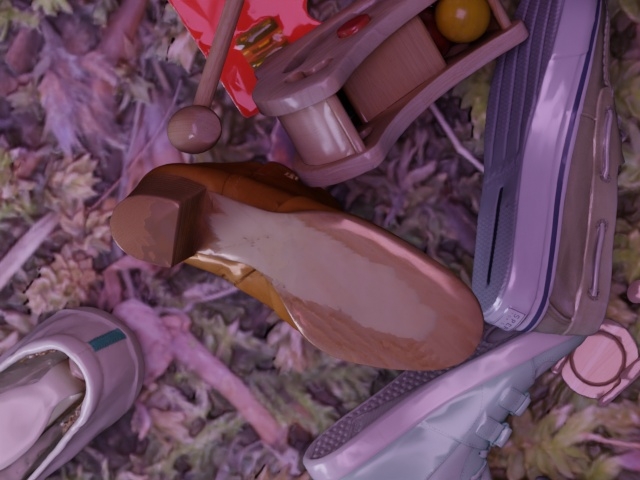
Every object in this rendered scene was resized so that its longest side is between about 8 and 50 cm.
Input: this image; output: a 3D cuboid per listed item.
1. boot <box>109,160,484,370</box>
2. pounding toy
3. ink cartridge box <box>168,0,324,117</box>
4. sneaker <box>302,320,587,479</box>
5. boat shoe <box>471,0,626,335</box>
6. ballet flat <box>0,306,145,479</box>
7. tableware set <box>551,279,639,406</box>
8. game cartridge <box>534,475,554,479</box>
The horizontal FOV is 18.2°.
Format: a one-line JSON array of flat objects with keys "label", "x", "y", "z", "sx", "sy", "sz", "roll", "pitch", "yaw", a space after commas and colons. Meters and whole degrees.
[{"label": "boot", "x": -0.001, "y": 0.001, "z": 1.506, "sx": 0.295, "sy": 0.211, "sz": 0.104, "roll": 19, "pitch": 105, "yaw": 11}, {"label": "pounding toy", "x": 0.010, "y": -0.145, "z": 1.488, "sx": 0.269, "sy": 0.154, "sz": 0.155, "roll": -34, "pitch": 108, "yaw": -10}, {"label": "ink cartridge box", "x": -0.039, "y": -0.321, "z": 1.523, "sx": 0.308, "sy": 0.091, "sz": 0.385, "roll": -31, "pitch": 102, "yaw": 9}, {"label": "sneaker", "x": 0.129, "y": 0.156, "z": 1.560, "sx": 0.256, "sy": 0.094, "sz": 0.151, "roll": -34, "pitch": 105, "yaw": -3}, {"label": "boat shoe", "x": 0.184, "y": -0.070, "z": 1.524, "sx": 0.094, "sy": 0.109, "sz": 0.302, "roll": 16, "pitch": 76, "yaw": -19}, {"label": "ballet flat", "x": -0.310, "y": 0.201, "z": 1.603, "sx": 0.400, "sy": 0.139, "sz": 0.139, "roll": -43, "pitch": 85, "yaw": 8}, {"label": "tableware set", "x": 0.276, "y": 0.095, "z": 1.561, "sx": 0.169, "sy": 0.020, "sz": 0.141, "roll": 43, "pitch": 97, "yaw": 6}, {"label": "game cartridge", "x": 0.210, "y": 0.354, "z": 1.561, "sx": 0.196, "sy": 0.060, "sz": 0.294, "roll": 21, "pitch": 94, "yaw": 12}]
